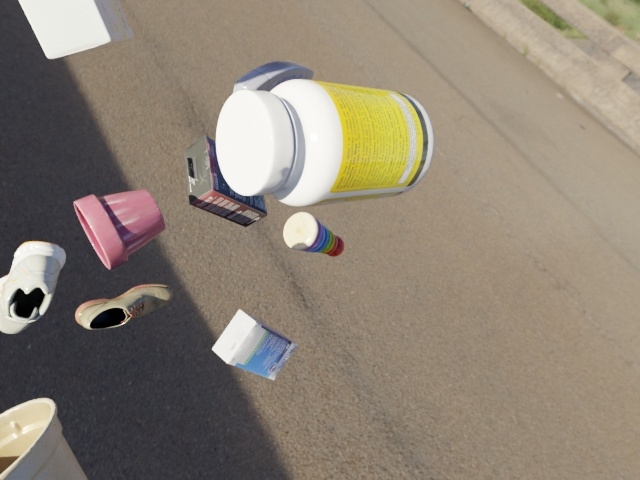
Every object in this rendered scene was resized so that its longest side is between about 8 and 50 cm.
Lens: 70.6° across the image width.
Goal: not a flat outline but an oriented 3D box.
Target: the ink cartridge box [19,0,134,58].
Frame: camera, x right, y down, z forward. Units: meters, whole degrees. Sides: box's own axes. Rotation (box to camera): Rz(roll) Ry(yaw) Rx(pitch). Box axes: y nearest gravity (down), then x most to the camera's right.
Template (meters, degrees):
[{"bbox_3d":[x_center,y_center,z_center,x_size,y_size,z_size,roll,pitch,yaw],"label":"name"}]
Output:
[{"bbox_3d":[-0.639,-0.640,1.168,0.160,0.280,0.385,-20,27,-5],"label":"ink cartridge box"}]

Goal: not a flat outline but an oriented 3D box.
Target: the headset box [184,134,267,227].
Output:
[{"bbox_3d":[-0.325,-0.196,1.514,0.293,0.110,0.218,24,46,-53],"label":"headset box"}]

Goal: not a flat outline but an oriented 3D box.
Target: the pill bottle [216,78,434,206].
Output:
[{"bbox_3d":[0.015,-0.153,0.721,0.333,0.188,0.188,-10,58,-42],"label":"pill bottle"}]

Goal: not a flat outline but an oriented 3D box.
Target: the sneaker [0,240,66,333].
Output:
[{"bbox_3d":[-0.572,0.120,0.860,0.099,0.262,0.121,18,39,-35],"label":"sneaker"}]

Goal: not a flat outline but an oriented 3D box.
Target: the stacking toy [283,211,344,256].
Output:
[{"bbox_3d":[0.000,0.000,1.738,0.330,0.141,0.141,25,32,-58],"label":"stacking toy"}]

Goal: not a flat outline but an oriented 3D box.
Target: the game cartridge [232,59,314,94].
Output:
[{"bbox_3d":[-0.115,-0.328,1.092,0.062,0.198,0.297,33,37,10],"label":"game cartridge"}]

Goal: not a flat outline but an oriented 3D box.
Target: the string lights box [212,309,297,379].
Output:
[{"bbox_3d":[-0.182,0.312,1.321,0.076,0.260,0.133,29,79,34],"label":"string lights box"}]

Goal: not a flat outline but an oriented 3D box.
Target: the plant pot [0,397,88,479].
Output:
[{"bbox_3d":[-0.705,0.610,1.075,0.334,0.333,0.306,-50,123,-48],"label":"plant pot"}]

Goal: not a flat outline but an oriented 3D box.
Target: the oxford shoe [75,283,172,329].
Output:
[{"bbox_3d":[-0.697,0.257,1.666,0.348,0.123,0.130,-19,26,-38],"label":"oxford shoe"}]

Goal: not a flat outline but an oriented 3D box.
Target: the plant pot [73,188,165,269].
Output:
[{"bbox_3d":[-0.537,-0.048,1.236,0.180,0.201,0.201,-29,70,-28],"label":"plant pot"}]
